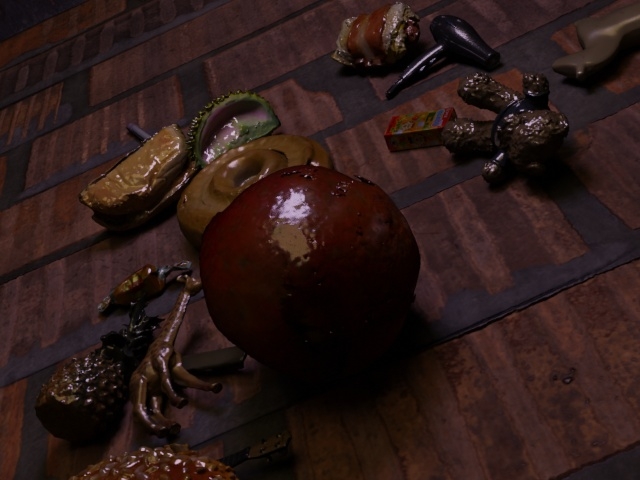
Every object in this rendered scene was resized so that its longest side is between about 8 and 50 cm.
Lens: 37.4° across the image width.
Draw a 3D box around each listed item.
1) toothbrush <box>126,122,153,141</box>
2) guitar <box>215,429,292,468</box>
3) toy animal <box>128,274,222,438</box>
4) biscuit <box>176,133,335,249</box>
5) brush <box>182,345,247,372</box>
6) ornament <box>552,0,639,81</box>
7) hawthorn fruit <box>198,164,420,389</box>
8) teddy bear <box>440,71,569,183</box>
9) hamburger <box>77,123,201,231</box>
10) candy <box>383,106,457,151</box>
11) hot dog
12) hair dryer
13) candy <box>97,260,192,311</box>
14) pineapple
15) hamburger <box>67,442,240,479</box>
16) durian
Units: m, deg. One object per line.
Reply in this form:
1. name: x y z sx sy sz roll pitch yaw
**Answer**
1. toothbrush: -0.360 -0.208 2.069 0.024 0.029 0.354 -33 32 -15
2. guitar: -0.152 0.299 1.205 0.271 0.038 0.084 -21 34 13
3. toy animal: -0.219 0.168 1.388 0.149 0.054 0.275 -29 40 16
4. biscuit: -0.117 -0.091 1.673 0.296 0.102 0.296 -17 33 11
5. brush: -0.178 0.184 1.401 0.190 0.027 0.034 -14 46 32
6. ornament: 0.508 -0.362 1.645 0.230 0.061 0.245 -19 30 15
7. hawthorn fruit: -0.021 0.041 1.258 0.316 0.316 0.316 -18 34 13
8. teddy bear: 0.306 -0.181 1.487 0.129 0.182 0.251 2 23 -24
9. hamburger: -0.324 -0.110 1.836 0.262 0.124 0.131 -42 55 -15
10. candy: 0.177 -0.196 1.666 0.122 0.038 0.062 -5 39 29
11. hot dog: 0.118 -0.413 1.961 0.213 0.103 0.146 0 62 49
12. hair dryer: 0.220 -0.337 1.830 0.219 0.075 0.195 -39 43 0
13. candy: -0.307 0.074 1.620 0.182 0.046 0.053 -26 31 5
14. pineapple: -0.322 0.189 1.427 0.125 0.125 0.251 -5 33 29
15. hamburger: -0.181 0.373 0.931 0.330 0.250 0.330 -18 34 12
16. durian: -0.189 -0.209 1.846 0.220 0.137 0.095 -43 15 -35
